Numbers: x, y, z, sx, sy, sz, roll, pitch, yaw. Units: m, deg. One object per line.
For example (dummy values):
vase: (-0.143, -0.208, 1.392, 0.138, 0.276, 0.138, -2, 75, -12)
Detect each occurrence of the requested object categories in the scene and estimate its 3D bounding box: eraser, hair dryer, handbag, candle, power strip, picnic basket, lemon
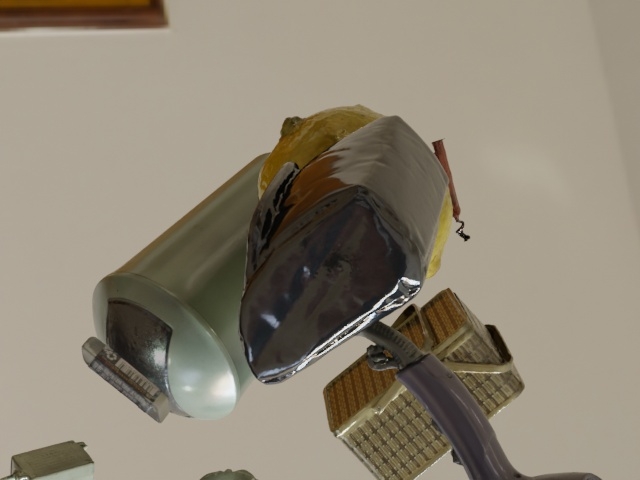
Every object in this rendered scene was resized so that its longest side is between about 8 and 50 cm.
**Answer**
eraser: (-0.176, 0.126, 1.088, 0.099, 0.027, 0.019, 39, -63, -3)
hair dryer: (0.135, 0.245, 1.376, 0.301, 0.121, 0.361, -32, -94, 32)
handbag: (-0.001, -0.003, 1.394, 0.275, 0.302, 0.178, -34, -77, 22)
candle: (0.205, -0.078, 1.922, 0.021, 0.026, 0.168, 160, -85, -68)
power strip: (-0.425, 0.351, 1.820, 0.075, 0.175, 0.042, 32, -58, 45)
picnic basket: (0.169, 0.241, 2.061, 0.175, 0.313, 0.228, 48, 8, -12)
lemon: (0.050, -0.051, 1.700, 0.260, 0.284, 0.261, -44, -150, 33)

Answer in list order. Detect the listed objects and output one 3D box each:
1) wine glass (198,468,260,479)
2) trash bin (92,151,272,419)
wine glass: (-0.142, 0.376, 1.582, 0.232, 0.156, 0.156, 50, 25, -78)
trash bin: (-0.153, 0.077, 1.907, 0.280, 0.432, 0.280, 26, -40, 23)
